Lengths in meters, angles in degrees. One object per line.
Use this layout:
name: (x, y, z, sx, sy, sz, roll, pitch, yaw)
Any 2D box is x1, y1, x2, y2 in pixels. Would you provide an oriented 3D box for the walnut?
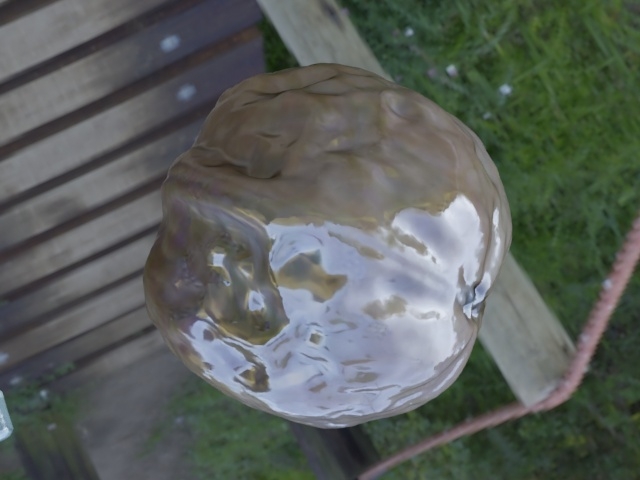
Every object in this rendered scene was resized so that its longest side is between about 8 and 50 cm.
walnut: (-0.001, 0.003, 0.861, 0.273, 0.273, 0.227, -39, 169, 33)

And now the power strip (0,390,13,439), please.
power strip: (-0.403, 0.202, 1.170, 0.194, 0.059, 0.265, -19, 174, -22)
